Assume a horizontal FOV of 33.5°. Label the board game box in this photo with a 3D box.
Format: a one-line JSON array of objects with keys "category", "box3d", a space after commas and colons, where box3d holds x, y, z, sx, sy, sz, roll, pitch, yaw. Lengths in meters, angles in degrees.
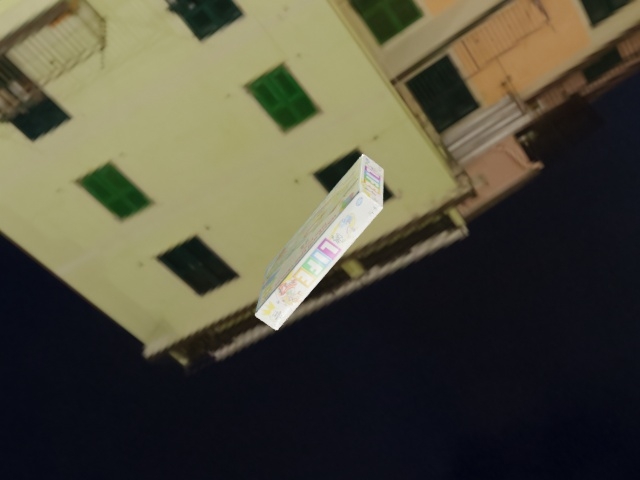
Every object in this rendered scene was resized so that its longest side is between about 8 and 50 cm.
[{"category": "board game box", "box3d": [0.000, 0.000, 0.979, 0.154, 0.026, 0.103, -49, -168, 21]}]
